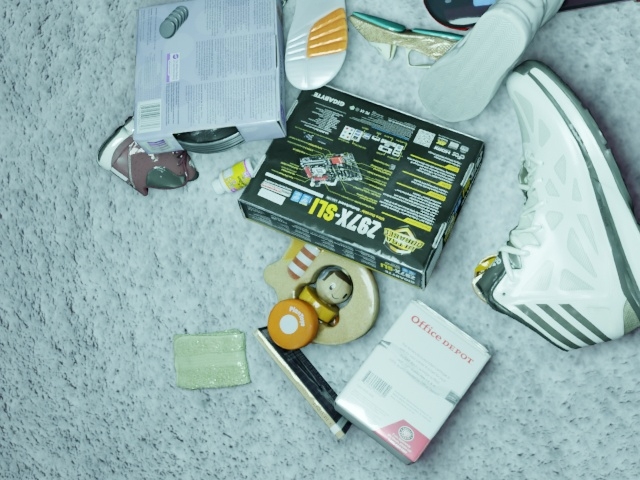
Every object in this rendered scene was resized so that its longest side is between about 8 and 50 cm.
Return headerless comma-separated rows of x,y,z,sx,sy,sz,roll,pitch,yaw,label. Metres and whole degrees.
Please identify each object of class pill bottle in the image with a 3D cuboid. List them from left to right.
-0.151,-0.112,1.521,0.083,0.043,0.043,-26,87,18,pill bottle

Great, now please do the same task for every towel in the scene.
-0.203,0.221,1.574,0.148,0.027,0.110,-6,94,17,towel

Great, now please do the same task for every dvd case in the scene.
-0.024,0.233,1.449,0.018,0.164,0.221,-41,83,5,dvd case

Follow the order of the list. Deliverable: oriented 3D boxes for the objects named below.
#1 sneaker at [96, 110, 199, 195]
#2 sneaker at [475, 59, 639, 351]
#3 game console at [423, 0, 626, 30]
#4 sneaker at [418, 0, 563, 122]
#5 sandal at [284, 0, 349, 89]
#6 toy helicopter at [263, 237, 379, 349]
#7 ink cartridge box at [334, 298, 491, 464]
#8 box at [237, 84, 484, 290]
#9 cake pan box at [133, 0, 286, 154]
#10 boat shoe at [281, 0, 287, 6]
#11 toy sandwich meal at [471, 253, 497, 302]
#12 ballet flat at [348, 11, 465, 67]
-0.253,-0.195,1.533,0.281,0.106,0.162,-45,107,4,sneaker
0.330,-0.034,1.303,0.258,0.169,0.447,-26,89,8,sneaker
0.340,-0.518,1.331,0.387,0.060,0.341,-6,93,17,game console
0.267,-0.297,1.298,0.108,0.292,0.169,43,65,-2,sneaker
0.005,-0.367,1.443,0.102,0.076,0.265,3,74,11,sandal
0.000,0.000,1.443,0.235,0.140,0.354,-24,79,21,toy helicopter
0.147,0.228,1.388,0.159,0.092,0.218,36,74,11,ink cartridge box
0.068,-0.097,1.376,0.322,0.079,0.257,21,69,14,box
-0.181,-0.275,1.407,0.246,0.070,0.266,-8,70,11,cake pan box
-0.081,-0.412,1.477,0.046,0.038,0.125,46,105,9,boat shoe
0.288,0.062,1.410,0.086,0.029,0.085,1,95,17,toy sandwich meal
0.137,-0.323,1.406,0.206,0.073,0.067,19,114,18,ballet flat
